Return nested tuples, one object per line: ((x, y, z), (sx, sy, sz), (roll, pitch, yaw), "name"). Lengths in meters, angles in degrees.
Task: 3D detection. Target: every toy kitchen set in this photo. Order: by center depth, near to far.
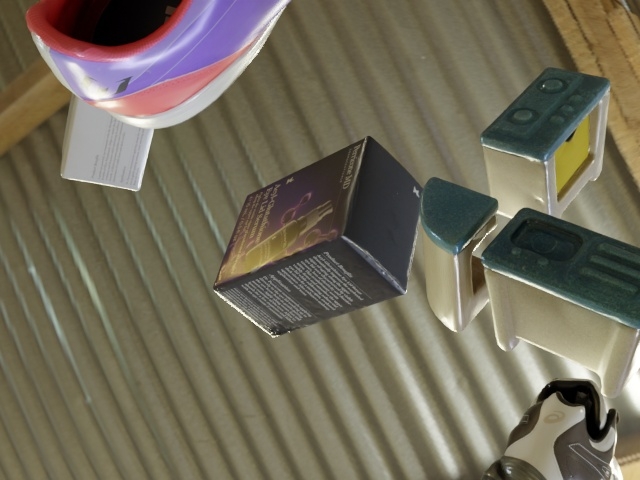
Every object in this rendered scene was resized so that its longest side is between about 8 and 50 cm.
((0.165, -0.022, 0.430), (0.207, 0.166, 0.122), (23, -39, 33), "toy kitchen set")

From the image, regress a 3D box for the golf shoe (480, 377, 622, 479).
((0.181, 0.142, 0.611), (0.077, 0.198, 0.094), (27, -83, 26), "golf shoe")

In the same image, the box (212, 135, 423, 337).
((0.000, 0.000, 0.993), (0.207, 0.153, 0.108), (-24, -53, 37), "box")

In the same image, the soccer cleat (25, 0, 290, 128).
((-0.022, -0.193, 0.451), (0.108, 0.116, 0.318), (43, -86, 9), "soccer cleat")

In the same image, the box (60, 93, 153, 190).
((-0.231, -0.126, 0.959), (0.087, 0.102, 0.101), (9, -62, -20), "box")
